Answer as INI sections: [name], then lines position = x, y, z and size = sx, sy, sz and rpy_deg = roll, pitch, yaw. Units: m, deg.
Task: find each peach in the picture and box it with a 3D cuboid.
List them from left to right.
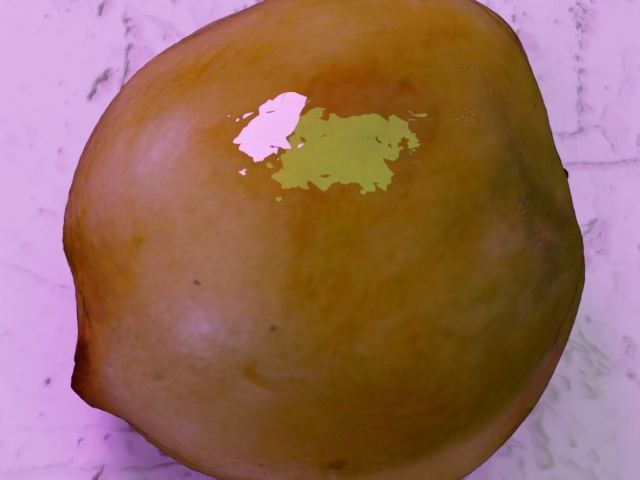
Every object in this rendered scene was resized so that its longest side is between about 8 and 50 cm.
[peach]
position = 0.005, -0.006, 1.140
size = 0.316, 0.281, 0.314
rpy_deg = -3, 66, -2
